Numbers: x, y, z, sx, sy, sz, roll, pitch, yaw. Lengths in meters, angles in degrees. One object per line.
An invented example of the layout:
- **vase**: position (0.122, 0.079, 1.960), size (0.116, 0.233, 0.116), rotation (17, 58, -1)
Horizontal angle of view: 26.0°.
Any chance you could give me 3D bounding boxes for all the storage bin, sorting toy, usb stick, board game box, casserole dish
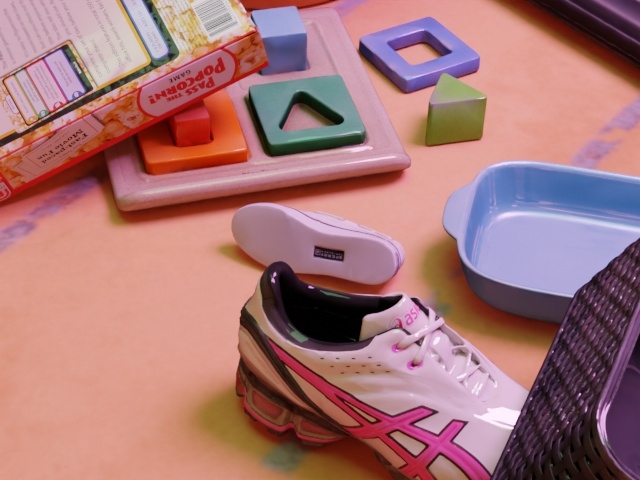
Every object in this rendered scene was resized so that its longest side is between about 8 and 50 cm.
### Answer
- **storage bin**: position (0.162, 0.082, 0.606), size (0.122, 0.084, 0.180), rotation (38, 46, -3)
- **sorting toy**: position (-0.056, -0.099, 0.879), size (0.347, 0.047, 0.196), rotation (-9, 41, -13)
- **usb stick**: position (0.202, -0.169, 0.975), size (0.077, 0.045, 0.278), rotation (-19, 44, -33)
- **board game box**: position (-0.150, -0.126, 0.823), size (0.193, 0.045, 0.147), rotation (-27, 68, -4)
- **casserole dish**: position (0.160, 0.009, 0.766), size (0.188, 0.037, 0.114), rotation (10, 40, 9)

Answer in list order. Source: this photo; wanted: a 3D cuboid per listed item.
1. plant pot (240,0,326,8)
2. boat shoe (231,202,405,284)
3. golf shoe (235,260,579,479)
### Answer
- **plant pot**: position (-0.040, -0.305, 1.006), size (0.291, 0.203, 0.291), rotation (1, 40, -1)
- **boat shoe**: position (0.000, 0.000, 0.778), size (0.100, 0.035, 0.035), rotation (11, 13, 17)
- **golf shoe**: position (0.045, 0.069, 0.651), size (0.186, 0.086, 0.067), rotation (17, 41, 13)
